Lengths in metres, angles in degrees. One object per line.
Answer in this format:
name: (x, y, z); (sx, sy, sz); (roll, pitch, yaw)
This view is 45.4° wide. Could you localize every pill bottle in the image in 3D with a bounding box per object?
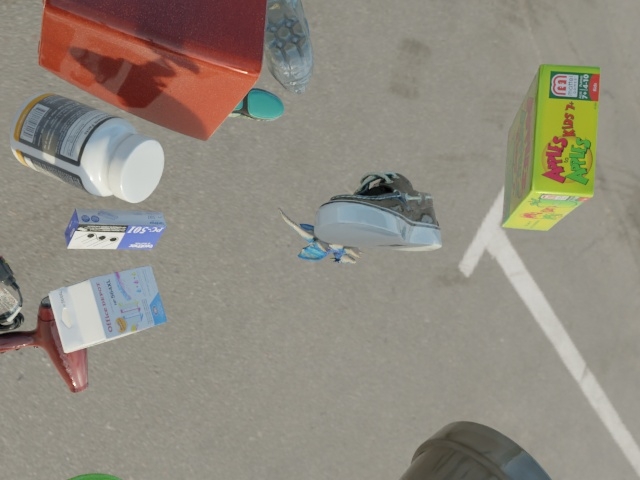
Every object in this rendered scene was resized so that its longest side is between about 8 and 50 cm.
pill bottle: (-0.460, -0.181, 1.517); (0.162, 0.278, 0.162); (-53, 156, -36)

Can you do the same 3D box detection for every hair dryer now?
hair dryer: (-0.540, 0.174, 1.416); (0.293, 0.080, 0.223); (41, 110, -11)

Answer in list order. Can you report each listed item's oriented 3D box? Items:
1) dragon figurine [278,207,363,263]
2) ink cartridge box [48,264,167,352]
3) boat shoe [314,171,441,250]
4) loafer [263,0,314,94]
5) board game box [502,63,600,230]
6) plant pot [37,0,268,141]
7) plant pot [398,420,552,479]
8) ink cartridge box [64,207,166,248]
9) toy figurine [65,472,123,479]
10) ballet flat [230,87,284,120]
dragon figurine: (0.000, 0.000, 1.710); (0.289, 0.144, 0.085); (10, 75, -34)
ink cartridge box: (-0.310, 0.099, 1.098); (0.143, 0.089, 0.092); (-15, 87, -60)
boat shoe: (0.058, -0.030, 0.753); (0.219, 0.077, 0.070); (9, 77, -63)
loafer: (-0.082, -0.401, 1.362); (0.112, 0.320, 0.111); (-11, 153, -3)
board game box: (0.180, -0.066, 0.615); (0.181, 0.043, 0.092); (44, 51, -80)
plant pot: (-0.213, -0.302, 0.941); (0.235, 0.267, 0.268); (8, 78, -21)
plant pot: (0.197, 0.496, 1.210); (0.280, 0.323, 0.323); (-25, 117, -32)
ink cartridge box: (-0.468, -0.025, 1.751); (0.207, 0.046, 0.097); (1, 144, -36)
toy figurine: (-0.215, 0.347, 0.749); (0.130, 0.159, 0.173); (-3, 113, -35)
ballet flat: (-0.165, -0.281, 1.566); (0.188, 0.070, 0.070); (2, 100, -38)
